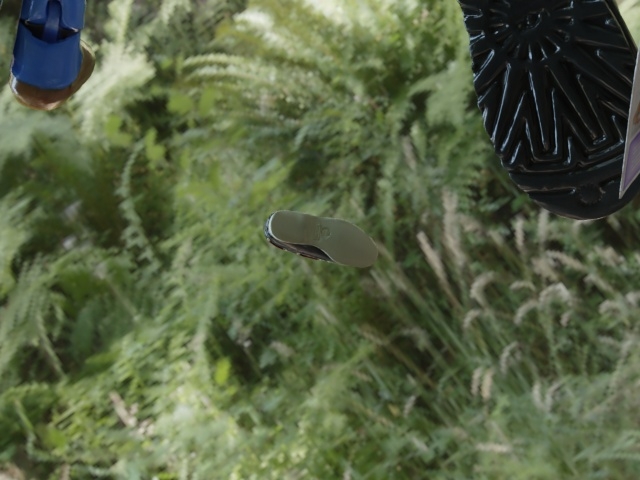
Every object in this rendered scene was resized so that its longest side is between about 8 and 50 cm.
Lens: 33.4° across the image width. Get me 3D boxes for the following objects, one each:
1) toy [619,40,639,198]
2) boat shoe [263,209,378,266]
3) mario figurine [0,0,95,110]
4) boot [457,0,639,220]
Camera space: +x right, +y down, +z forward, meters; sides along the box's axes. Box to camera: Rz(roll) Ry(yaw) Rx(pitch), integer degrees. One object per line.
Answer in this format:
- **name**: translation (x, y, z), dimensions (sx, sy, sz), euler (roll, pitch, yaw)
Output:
- **toy**: translation (0.228, -0.136, 0.588), dimensions (0.137, 0.056, 0.237), euler (-45, -29, -28)
- **boat shoe**: translation (0.000, -0.002, 1.197), dimensions (0.042, 0.133, 0.049), euler (156, 128, -71)
- **mario figurine**: translation (-0.179, -0.257, 0.723), dimensions (0.198, 0.170, 0.321), euler (-16, -36, -45)
- **boot**: translation (0.219, -0.209, 0.933), dimensions (0.131, 0.348, 0.260), euler (-16, 7, 30)
